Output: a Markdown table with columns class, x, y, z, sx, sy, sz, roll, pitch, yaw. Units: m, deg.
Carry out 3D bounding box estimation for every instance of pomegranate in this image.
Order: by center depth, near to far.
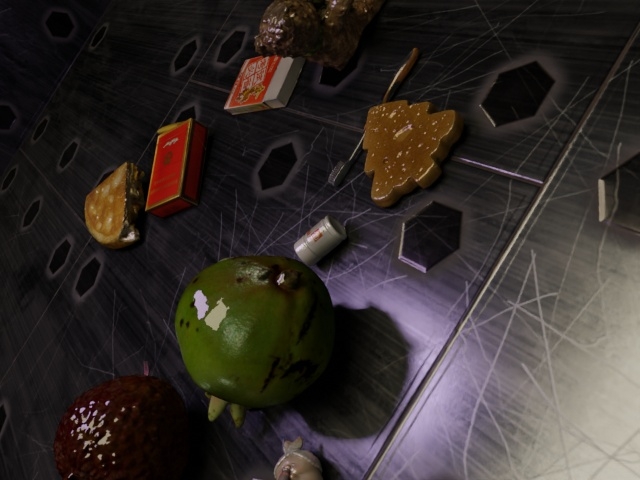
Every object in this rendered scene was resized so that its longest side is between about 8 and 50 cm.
| class | x | y | z | sx | sy | sz | roll | pitch | yaw |
| --- | --- | --- | --- | --- | --- | --- | --- | --- | --- |
| pomegranate | -0.112 | 0.171 | 0.971 | 0.260 | 0.260 | 0.341 | 53 | 135 | 48 |

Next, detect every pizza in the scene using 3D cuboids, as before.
| class | x | y | z | sx | sy | sz | roll | pitch | yaw |
| --- | --- | --- | --- | --- | --- | --- | --- | --- | --- |
| pizza | -0.612 | -0.065 | 1.726 | 0.268 | 0.087 | 0.258 | -27 | 53 | 32 |

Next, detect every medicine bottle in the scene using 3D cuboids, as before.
| class | x | y | z | sx | sy | sz | roll | pitch | yaw |
| --- | --- | --- | --- | --- | --- | --- | --- | --- | --- |
| medicine bottle | 0.000 | 0.000 | 1.099 | 0.089 | 0.057 | 0.057 | -41 | 43 | 19 |

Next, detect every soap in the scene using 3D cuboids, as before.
| class | x | y | z | sx | sy | sz | roll | pitch | yaw |
| --- | --- | --- | --- | --- | --- | --- | --- | --- | --- |
| soap | -0.397 | -0.324 | 1.691 | 0.168 | 0.089 | 0.033 | -1 | 109 | 38 |

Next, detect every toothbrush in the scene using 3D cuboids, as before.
| class | x | y | z | sx | sy | sz | roll | pitch | yaw |
| --- | --- | --- | --- | --- | --- | --- | --- | --- | --- |
| toothbrush | 0.109 | -0.246 | 1.174 | 0.031 | 0.023 | 0.321 | 35 | 92 | 47 |

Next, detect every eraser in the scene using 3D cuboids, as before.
| class | x | y | z | sx | sy | sz | roll | pitch | yaw |
| --- | --- | --- | --- | --- | --- | --- | --- | --- | --- |
| eraser | -0.144 | -0.407 | 1.515 | 0.230 | 0.038 | 0.157 | 6 | 70 | 47 |

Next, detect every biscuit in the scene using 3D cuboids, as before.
| class | x | y | z | sx | sy | sz | roll | pitch | yaw |
| --- | --- | --- | --- | --- | --- | --- | --- | --- | --- |
| biscuit | 0.150 | -0.177 | 1.077 | 0.212 | 0.041 | 0.239 | -48 | 42 | 19 |

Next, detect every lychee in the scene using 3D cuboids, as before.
| class | x | y | z | sx | sy | sz | roll | pitch | yaw |
| --- | --- | --- | --- | --- | --- | --- | --- | --- | --- |
| lychee | -0.361 | 0.378 | 1.085 | 0.260 | 0.260 | 0.261 | -24 | 50 | 33 |

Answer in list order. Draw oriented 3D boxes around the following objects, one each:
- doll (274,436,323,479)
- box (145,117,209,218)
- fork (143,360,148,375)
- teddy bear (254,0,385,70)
| class | x | y | z | sx | sy | sz | roll | pitch | yaw |
| --- | --- | --- | --- | --- | --- | --- | --- | --- | --- |
| doll | -0.038 | 0.358 | 0.890 | 0.073 | 0.084 | 0.127 | -37 | 52 | 21 |
| box | -0.383 | -0.191 | 1.579 | 0.153 | 0.074 | 0.240 | -19 | 59 | 41 |
| fork | -0.403 | 0.330 | 1.326 | 0.016 | 0.012 | 0.115 | -14 | 61 | 43 |
| teddy bear | -0.009 | -0.509 | 1.305 | 0.246 | 0.222 | 0.296 | 1 | 66 | 47 |
